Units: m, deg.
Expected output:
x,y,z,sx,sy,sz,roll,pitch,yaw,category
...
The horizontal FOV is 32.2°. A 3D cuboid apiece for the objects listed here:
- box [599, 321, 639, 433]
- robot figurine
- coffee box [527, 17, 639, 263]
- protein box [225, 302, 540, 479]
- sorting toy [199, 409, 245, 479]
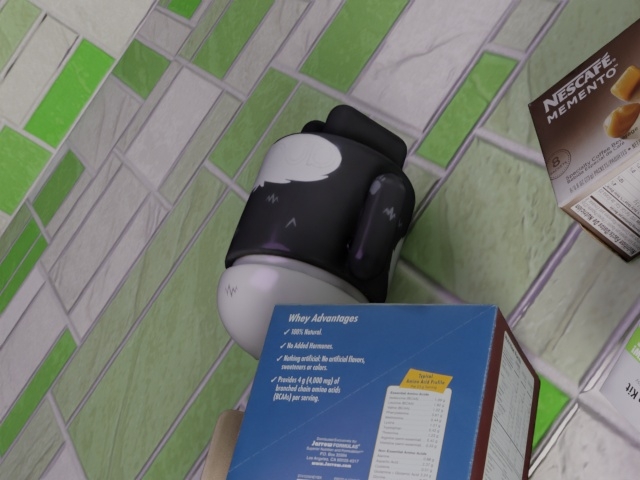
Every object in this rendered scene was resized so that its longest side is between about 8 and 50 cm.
x,y,z,sx,sy,sz,roll,pitch,yaw,category
0.278,0.070,0.722,0.145,0.038,0.186,52,127,47,box
0.001,0.001,1.155,0.174,0.209,0.278,13,65,13,robot figurine
0.301,-0.116,0.887,0.246,0.098,0.141,-38,35,30,coffee box
0.051,0.168,0.880,0.200,0.136,0.201,-2,57,27,protein box
-0.014,0.248,0.978,0.196,0.047,0.347,7,60,13,sorting toy
